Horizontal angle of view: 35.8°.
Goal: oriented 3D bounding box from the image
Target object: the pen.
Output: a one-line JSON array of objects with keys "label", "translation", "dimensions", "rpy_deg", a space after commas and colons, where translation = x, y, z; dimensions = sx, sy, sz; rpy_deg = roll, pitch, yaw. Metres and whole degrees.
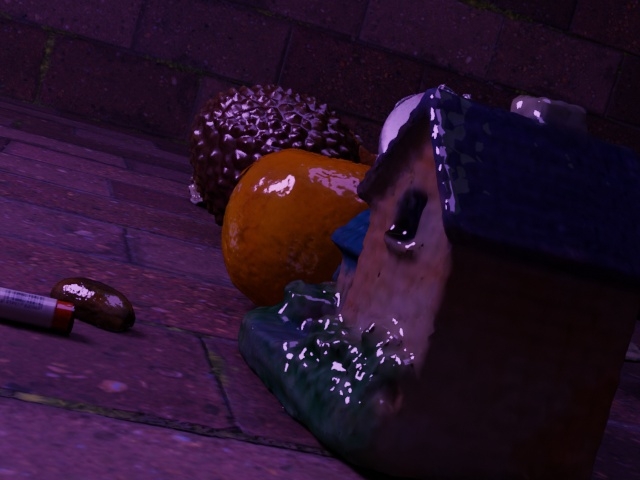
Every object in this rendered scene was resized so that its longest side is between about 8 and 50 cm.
[{"label": "pen", "translation": [-0.299, 0.037, 0.763], "dimensions": [0.218, 0.026, 0.026], "rpy_deg": [14, 7, -13]}]

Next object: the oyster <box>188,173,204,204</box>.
[{"label": "oyster", "translation": [-0.127, -0.116, 1.906], "dimensions": [0.238, 0.115, 0.351], "rpy_deg": [18, 30, -3]}]

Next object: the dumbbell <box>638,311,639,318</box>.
[{"label": "dumbbell", "translation": [0.575, 0.070, 1.974], "dimensions": [0.324, 0.160, 0.144], "rpy_deg": [10, -19, -37]}]

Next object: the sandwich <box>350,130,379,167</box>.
[{"label": "sandwich", "translation": [0.065, -0.108, 2.071], "dimensions": [0.292, 0.212, 0.109], "rpy_deg": [27, 17, -21]}]

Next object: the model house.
[{"label": "model house", "translation": [0.102, 0.012, 0.806], "dimensions": [0.245, 0.280, 0.312], "rpy_deg": [13, 7, -22]}]

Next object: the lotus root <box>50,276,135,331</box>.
[{"label": "lotus root", "translation": [-0.198, 0.051, 0.852], "dimensions": [0.083, 0.030, 0.037], "rpy_deg": [18, 9, 24]}]

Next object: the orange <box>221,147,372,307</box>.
[{"label": "orange", "translation": [0.000, -0.002, 1.065], "dimensions": [0.219, 0.193, 0.219], "rpy_deg": [30, 2, -1]}]

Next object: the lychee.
[{"label": "lychee", "translation": [-0.080, -0.120, 1.509], "dimensions": [0.267, 0.267, 0.267], "rpy_deg": [16, 7, -2]}]

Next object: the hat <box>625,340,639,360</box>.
[{"label": "hat", "translation": [0.400, 0.094, 1.529], "dimensions": [0.252, 0.110, 0.252], "rpy_deg": [16, 6, -2]}]

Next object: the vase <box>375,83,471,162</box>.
[{"label": "vase", "translation": [0.264, -0.115, 2.009], "dimensions": [0.250, 0.250, 0.445], "rpy_deg": [19, -14, 25]}]
